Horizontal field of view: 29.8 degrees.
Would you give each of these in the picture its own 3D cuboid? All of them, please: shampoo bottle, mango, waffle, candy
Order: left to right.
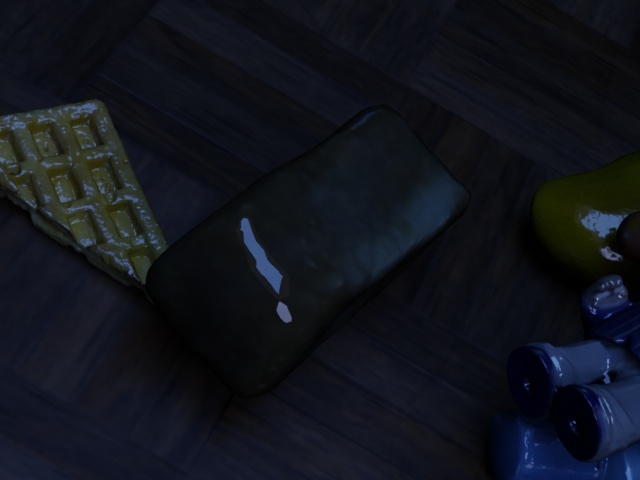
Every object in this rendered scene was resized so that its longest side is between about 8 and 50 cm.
[{"bbox_3d":[-0.160,-0.002,0.764,0.125,0.032,0.191,-12,63,-30],"label":"waffle"},{"bbox_3d":[0.000,0.000,0.773,0.104,0.102,0.234,49,42,3],"label":"candy"},{"bbox_3d":[0.254,-0.009,0.925,0.191,0.085,0.122,-19,76,-22],"label":"mango"},{"bbox_3d":[0.236,0.154,0.807,0.258,0.061,0.104,9,48,-17],"label":"shampoo bottle"}]

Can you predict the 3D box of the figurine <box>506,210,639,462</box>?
[{"bbox_3d":[0.255,0.068,0.777,0.193,0.133,0.274,19,38,29],"label":"figurine"}]
